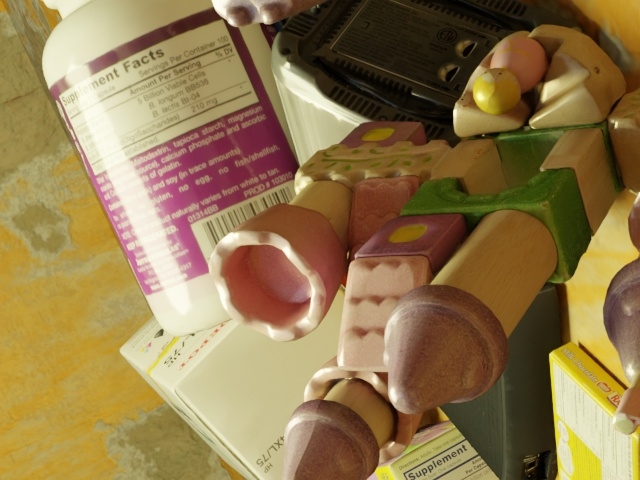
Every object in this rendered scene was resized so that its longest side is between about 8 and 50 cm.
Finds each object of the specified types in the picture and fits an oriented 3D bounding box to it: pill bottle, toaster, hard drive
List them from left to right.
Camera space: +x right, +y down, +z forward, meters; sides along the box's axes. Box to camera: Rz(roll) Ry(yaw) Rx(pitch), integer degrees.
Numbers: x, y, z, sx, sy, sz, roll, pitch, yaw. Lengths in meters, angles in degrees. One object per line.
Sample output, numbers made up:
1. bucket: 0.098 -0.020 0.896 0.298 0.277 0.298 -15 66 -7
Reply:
1. pill bottle: -0.099 -0.096 1.007 0.301 0.169 0.169 66 164 -3
2. toaster: 0.064 -0.082 0.887 0.227 0.129 0.146 23 151 21
3. hard drive: 0.133 0.086 1.146 0.172 0.054 0.254 50 159 40

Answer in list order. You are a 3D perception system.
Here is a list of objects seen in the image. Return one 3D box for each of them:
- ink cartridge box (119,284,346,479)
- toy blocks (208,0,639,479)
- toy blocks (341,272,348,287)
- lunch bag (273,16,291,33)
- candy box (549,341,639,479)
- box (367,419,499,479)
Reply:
1. ink cartridge box: -0.057 0.135 1.476 0.197 0.198 0.270 48 168 -16
2. toy blocks: 0.068 -0.008 0.649 0.289 0.260 0.308 -2 117 33
3. toy blocks: 0.000 0.000 1.434 0.123 0.054 0.148 49 160 36
4. lunch bag: -0.024 -0.190 1.114 0.303 0.115 0.243 55 159 26
5. candy box: 0.221 0.181 1.066 0.105 0.027 0.205 44 156 44
6. box: 0.142 0.301 1.337 0.243 0.117 0.213 63 164 5
